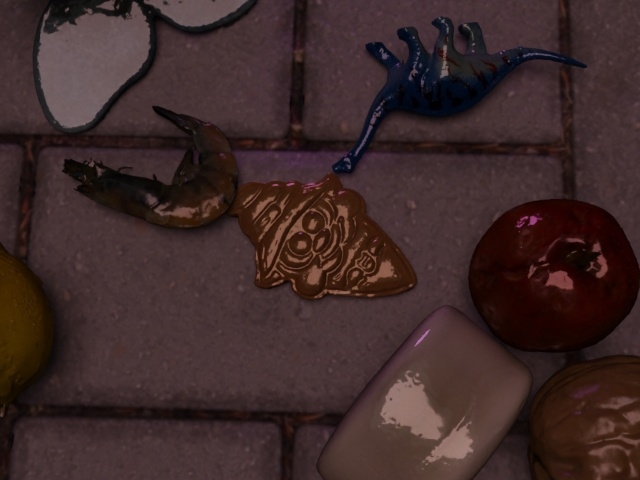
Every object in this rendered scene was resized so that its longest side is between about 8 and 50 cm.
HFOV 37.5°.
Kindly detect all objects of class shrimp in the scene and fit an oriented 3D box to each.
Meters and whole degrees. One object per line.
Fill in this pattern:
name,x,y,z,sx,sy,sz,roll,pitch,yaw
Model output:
shrimp,-0.201,-0.093,1.146,0.217,0.051,0.150,15,72,8

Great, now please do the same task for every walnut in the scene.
walnut,0.325,0.216,0.985,0.213,0.213,0.213,-1,78,3

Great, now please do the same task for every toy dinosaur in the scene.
toy dinosaur,0.141,-0.206,1.138,0.329,0.076,0.144,-23,84,0

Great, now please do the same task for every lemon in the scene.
lemon,-0.385,0.094,1.051,0.173,0.173,0.206,-3,70,2

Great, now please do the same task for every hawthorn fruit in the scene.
hawthorn fruit,0.256,0.036,1.017,0.179,0.200,0.179,0,82,-2

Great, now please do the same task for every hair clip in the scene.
hair clip,-0.262,-0.379,1.113,0.318,0.238,0.392,-21,77,-4

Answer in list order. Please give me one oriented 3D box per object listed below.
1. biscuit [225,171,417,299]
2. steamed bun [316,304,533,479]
biscuit,0.000,0.000,1.125,0.250,0.035,0.162,24,84,6
steamed bun,0.112,0.195,1.009,0.146,0.164,0.242,39,82,8
